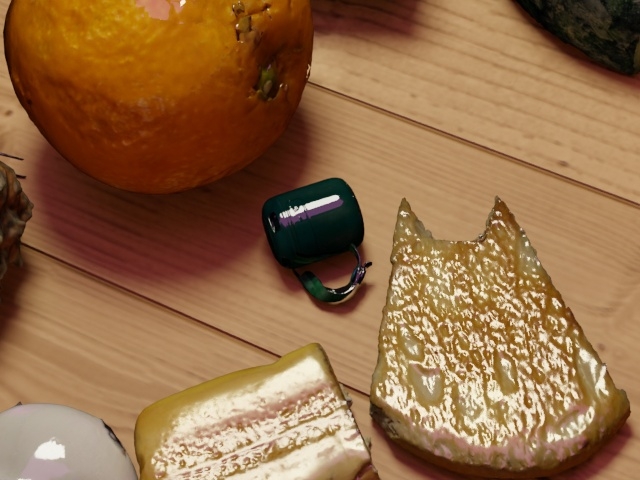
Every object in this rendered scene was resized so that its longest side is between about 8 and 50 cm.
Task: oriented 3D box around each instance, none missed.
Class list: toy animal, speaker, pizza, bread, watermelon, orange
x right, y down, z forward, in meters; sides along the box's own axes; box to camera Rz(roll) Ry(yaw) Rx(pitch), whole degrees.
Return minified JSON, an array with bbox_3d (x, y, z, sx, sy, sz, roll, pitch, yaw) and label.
[{"bbox_3d":[-0.190,0.201,1.172,0.166,0.138,0.179,4,46,20],"label":"toy animal"},{"bbox_3d":[0.000,0.003,1.345,0.075,0.060,0.094,-18,90,-6],"label":"speaker"},{"bbox_3d":[0.112,0.070,1.288,0.181,0.034,0.262,-16,55,-5],"label":"pizza"},{"bbox_3d":[-0.044,0.158,1.213,0.173,0.085,0.134,-19,58,-8],"label":"bread"},{"bbox_3d":[0.243,-0.269,1.480,0.226,0.148,0.318,-2,39,-16],"label":"watermelon"},{"bbox_3d":[-0.127,-0.158,1.353,0.246,0.246,0.246,-3,55,4],"label":"orange"}]

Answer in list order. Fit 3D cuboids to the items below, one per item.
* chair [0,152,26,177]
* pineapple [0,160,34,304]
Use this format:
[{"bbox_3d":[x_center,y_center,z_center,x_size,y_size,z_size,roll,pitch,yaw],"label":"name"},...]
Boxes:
[{"bbox_3d":[-0.292,-0.060,1.426,0.086,0.037,0.042,19,48,14],"label":"chair"},{"bbox_3d":[-0.361,0.075,1.281,0.175,0.175,0.361,25,74,22],"label":"pineapple"}]
